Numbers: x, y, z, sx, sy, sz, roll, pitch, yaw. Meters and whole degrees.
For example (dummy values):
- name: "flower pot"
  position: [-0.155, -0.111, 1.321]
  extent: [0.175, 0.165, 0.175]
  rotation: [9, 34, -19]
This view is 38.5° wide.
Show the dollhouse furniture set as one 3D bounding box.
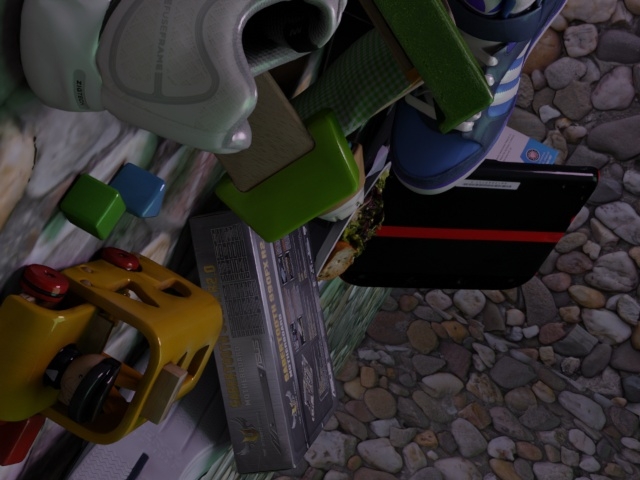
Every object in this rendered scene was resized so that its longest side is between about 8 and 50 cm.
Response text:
- name: "dollhouse furniture set"
  position: [0.003, -0.152, 0.725]
  extent: [0.198, 0.151, 0.301]
  rotation: [-32, -164, 15]

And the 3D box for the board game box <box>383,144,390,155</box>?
- name: "board game box"
  position: [0.145, -0.241, 1.456]
  extent: [0.259, 0.030, 0.136]
  rotation: [-61, 169, -6]

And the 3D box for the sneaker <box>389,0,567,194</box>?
- name: "sneaker"
  position: [0.145, -0.204, 0.928]
  extent: [0.322, 0.130, 0.236]
  rotation: [-59, 161, 8]

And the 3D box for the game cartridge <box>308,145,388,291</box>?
- name: "game cartridge"
  position: [0.000, 0.000, 1.288]
  extent: [0.297, 0.062, 0.198]
  rotation: [-57, 165, -30]

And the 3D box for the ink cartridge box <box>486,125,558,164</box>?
- name: "ink cartridge box"
  position: [0.268, -0.112, 1.753]
  extent: [0.198, 0.270, 0.197]
  rotation: [-56, 170, -35]

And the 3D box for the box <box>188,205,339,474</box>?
- name: "box"
  position: [-0.046, 0.077, 0.861]
  extent: [0.183, 0.056, 0.231]
  rotation: [-30, 110, -73]

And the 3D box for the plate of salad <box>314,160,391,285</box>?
- name: "plate of salad"
  position: [0.045, -0.009, 1.156]
  extent: [0.200, 0.048, 0.200]
  rotation: [-58, 174, -10]

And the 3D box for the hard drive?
- name: "hard drive"
  position: [0.067, -0.201, 1.030]
  extent: [0.237, 0.064, 0.339]
  rotation: [-55, 169, -40]

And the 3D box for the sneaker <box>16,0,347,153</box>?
- name: "sneaker"
  position: [-0.025, -0.161, 0.478]
  extent: [0.292, 0.118, 0.110]
  rotation: [-59, 169, -25]

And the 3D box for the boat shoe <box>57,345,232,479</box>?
- name: "boat shoe"
  position: [-0.163, 0.186, 0.811]
  extent: [0.119, 0.121, 0.335]
  rotation: [-41, -177, 30]

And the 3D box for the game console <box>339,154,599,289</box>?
- name: "game console"
  position: [0.231, -0.027, 1.551]
  extent: [0.342, 0.387, 0.060]
  rotation: [108, -21, -51]

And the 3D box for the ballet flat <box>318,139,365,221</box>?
- name: "ballet flat"
  position: [0.011, -0.057, 0.855]
  extent: [0.080, 0.073, 0.232]
  rotation: [-33, -164, 6]

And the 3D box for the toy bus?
- name: "toy bus"
  position: [-0.136, 0.074, 0.582]
  extent: [0.202, 0.104, 0.191]
  rotation: [-57, 169, -32]
